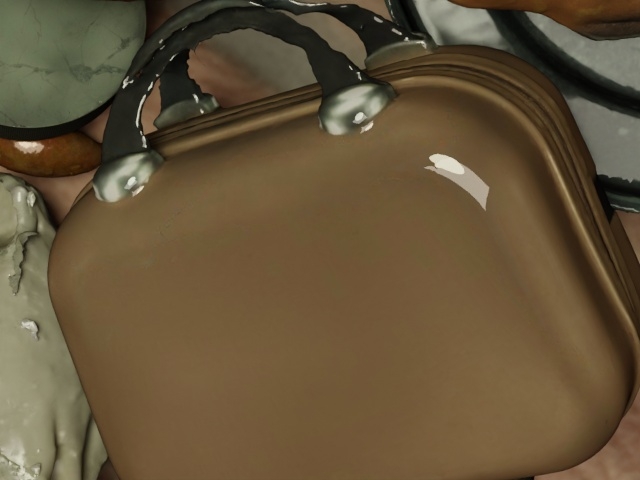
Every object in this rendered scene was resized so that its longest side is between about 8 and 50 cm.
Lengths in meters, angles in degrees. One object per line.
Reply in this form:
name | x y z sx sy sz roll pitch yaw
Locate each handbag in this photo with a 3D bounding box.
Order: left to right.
handbag | 0.000 0.000 0.786 0.301 0.149 0.283 -14 111 28

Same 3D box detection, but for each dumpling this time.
dumpling | -0.202 0.085 0.884 0.172 0.142 0.247 -14 70 31

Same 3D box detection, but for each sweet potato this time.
sweet potato | -0.218 -0.100 0.887 0.202 0.055 0.058 35 130 -1

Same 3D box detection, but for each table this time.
table | -0.169 -0.125 0.853 0.133 0.043 0.133 2 82 -13

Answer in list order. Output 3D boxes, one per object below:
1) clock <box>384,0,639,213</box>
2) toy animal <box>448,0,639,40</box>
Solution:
clock | 0.212 -0.204 0.803 0.386 0.076 0.386 1 100 7
toy animal | 0.155 -0.144 0.753 0.224 0.066 0.230 -14 88 -10
